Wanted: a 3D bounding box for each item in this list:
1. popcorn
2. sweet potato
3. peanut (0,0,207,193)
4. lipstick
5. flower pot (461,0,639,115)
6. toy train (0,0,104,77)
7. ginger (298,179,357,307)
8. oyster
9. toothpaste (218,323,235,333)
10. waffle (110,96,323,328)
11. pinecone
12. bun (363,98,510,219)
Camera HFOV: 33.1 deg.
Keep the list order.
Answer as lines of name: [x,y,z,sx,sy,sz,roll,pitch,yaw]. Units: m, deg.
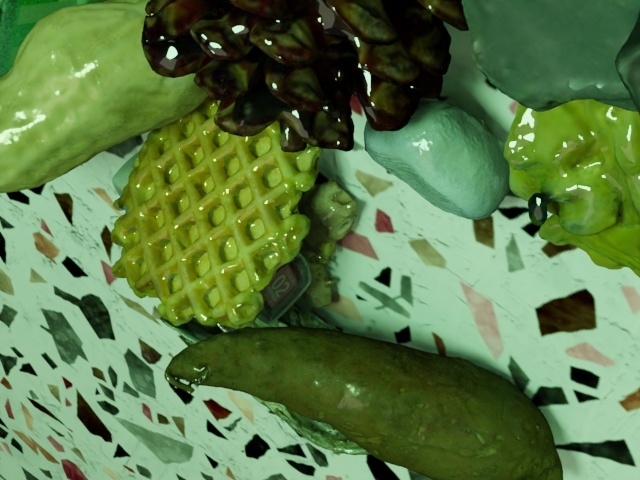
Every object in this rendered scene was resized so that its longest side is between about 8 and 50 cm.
popcorn: [0.230,-0.058,0.780,0.189,0.169,0.218,6,122,38]
sweet potato: [0.055,0.158,1.083,0.423,0.130,0.130,19,142,-11]
peanut: [-0.250,-0.149,1.063,0.319,0.147,0.147,-24,112,6]
lipstick: [-0.125,-0.011,1.173,0.253,0.077,0.079,34,163,33]
flower pot: [0.192,-0.203,0.594,0.299,0.283,0.299,21,133,24]
toy train: [-0.349,-0.208,1.142,0.120,0.202,0.301,61,146,20]
ginger: [-0.003,-0.001,1.141,0.069,0.051,0.173,32,145,17]
oyster: [-0.019,0.142,1.215,0.351,0.162,0.158,26,115,7]
toothpaste: [-0.108,0.123,1.363,0.083,0.019,0.027,42,117,3]
waffle: [-0.113,-0.037,1.089,0.245,0.052,0.254,22,93,35]
pinecone: [-0.018,-0.204,0.814,0.298,0.242,0.295,38,137,24]
bun: [0.105,-0.080,0.932,0.141,0.083,0.141,33,179,1]
